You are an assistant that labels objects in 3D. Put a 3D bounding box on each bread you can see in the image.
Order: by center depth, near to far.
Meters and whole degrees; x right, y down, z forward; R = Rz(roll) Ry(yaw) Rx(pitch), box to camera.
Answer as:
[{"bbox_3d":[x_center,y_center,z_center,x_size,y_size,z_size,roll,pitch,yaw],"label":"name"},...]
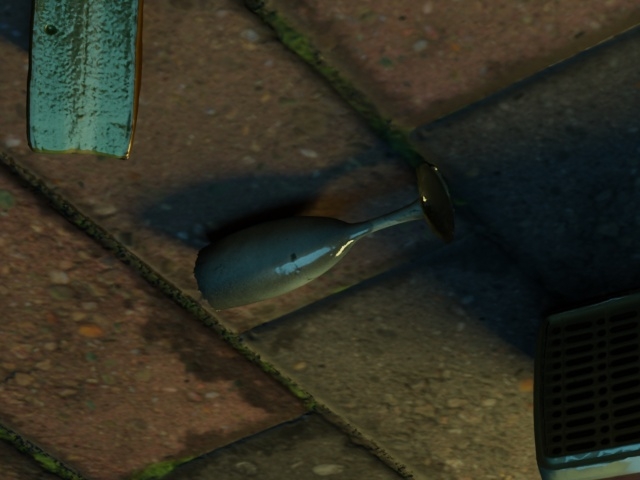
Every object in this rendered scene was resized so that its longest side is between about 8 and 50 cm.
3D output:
[{"bbox_3d":[-0.152,-0.131,1.256,0.074,0.084,0.139,5,140,-5],"label":"bread"}]

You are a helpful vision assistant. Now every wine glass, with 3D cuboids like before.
[{"bbox_3d":[0.000,0.000,1.440,0.198,0.066,0.066,-18,138,25],"label":"wine glass"}]

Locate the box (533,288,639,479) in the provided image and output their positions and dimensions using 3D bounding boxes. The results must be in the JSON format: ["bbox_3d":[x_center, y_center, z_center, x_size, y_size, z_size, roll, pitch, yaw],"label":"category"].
[{"bbox_3d":[0.309,0.142,1.494,0.290,0.220,0.166,-13,127,17],"label":"box"}]
